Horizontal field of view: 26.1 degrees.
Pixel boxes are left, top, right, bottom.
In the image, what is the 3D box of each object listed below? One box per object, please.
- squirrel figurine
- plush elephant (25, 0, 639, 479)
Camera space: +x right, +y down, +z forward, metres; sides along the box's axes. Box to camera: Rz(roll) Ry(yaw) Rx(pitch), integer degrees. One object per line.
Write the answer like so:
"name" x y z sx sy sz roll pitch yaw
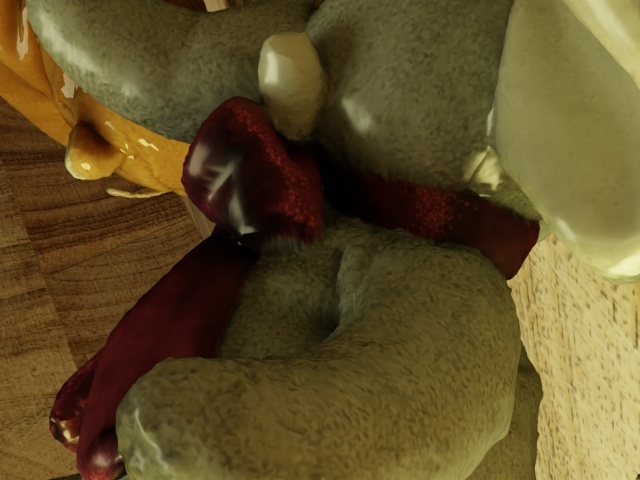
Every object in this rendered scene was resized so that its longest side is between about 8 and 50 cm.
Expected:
"squirrel figurine" -0.196 -0.209 1.048 0.370 0.281 0.397 53 167 37
"plush elephant" 0.000 0.000 0.445 0.272 0.330 0.255 123 146 -79
